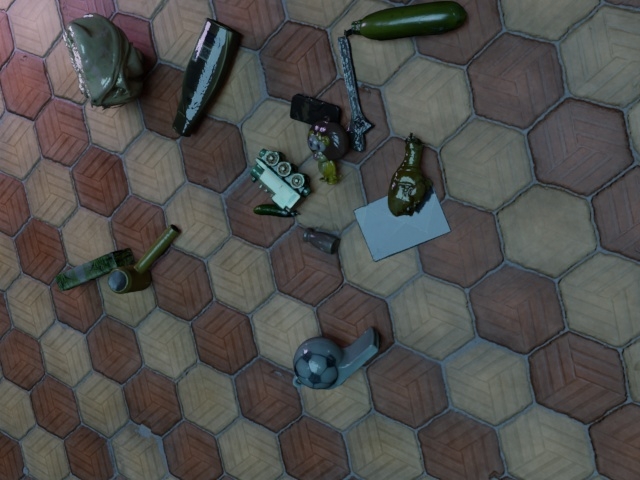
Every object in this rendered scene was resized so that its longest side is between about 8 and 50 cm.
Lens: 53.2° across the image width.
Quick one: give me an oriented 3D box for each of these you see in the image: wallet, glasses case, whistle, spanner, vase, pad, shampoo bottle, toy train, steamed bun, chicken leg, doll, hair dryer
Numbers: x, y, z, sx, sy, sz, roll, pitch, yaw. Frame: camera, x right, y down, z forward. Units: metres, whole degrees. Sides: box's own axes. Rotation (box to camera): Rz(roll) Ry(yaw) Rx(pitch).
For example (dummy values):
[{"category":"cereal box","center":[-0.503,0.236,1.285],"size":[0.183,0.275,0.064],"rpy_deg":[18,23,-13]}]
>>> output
[{"category":"wallet","center":[-0.014,-0.363,1.817],"size":[0.157,0.018,0.082],"rpy_deg":[22,126,18]},{"category":"glasses case","center":[-0.765,0.100,2.168],"size":[0.272,0.095,0.062],"rpy_deg":[-20,90,25]},{"category":"whistle","center":[0.021,0.332,1.835],"size":[0.289,0.163,0.163],"rpy_deg":[-45,79,21]},{"category":"spanner","center":[0.088,-0.405,1.774],"size":[0.093,0.026,0.325],"rpy_deg":[-10,92,25]},{"category":"vase","center":[0.000,0.000,1.851],"size":[0.101,0.053,0.053],"rpy_deg":[23,105,23]},{"category":"pad","center":[0.223,-0.055,1.774],"size":[0.243,0.004,0.163],"rpy_deg":[-24,88,24]},{"category":"shampoo bottle","center":[-0.356,-0.480,1.919],"size":[0.126,0.084,0.350],"rpy_deg":[32,109,19]},{"category":"toy train","center":[-0.120,-0.177,1.853],"size":[0.194,0.081,0.125],"rpy_deg":[42,97,11]},{"category":"steamed bun","center":[-0.648,-0.557,1.963],"size":[0.268,0.207,0.280],"rpy_deg":[25,133,57]},{"category":"chicken leg","center":[0.244,-0.170,1.709],"size":[0.103,0.088,0.227],"rpy_deg":[19,96,32]},{"category":"doll","center":[0.024,-0.248,1.772],"size":[0.145,0.096,0.188],"rpy_deg":[-4,100,57]},{"category":"hair dryer","center":[-0.562,0.058,2.065],"size":[0.090,0.135,0.278],"rpy_deg":[45,101,11]}]

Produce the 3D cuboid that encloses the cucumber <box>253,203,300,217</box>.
[{"category":"cucumber","center":[-0.133,-0.090,1.905],"size":[0.155,0.037,0.037],"rpy_deg":[6,100,22]}]

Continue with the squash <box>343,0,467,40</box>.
[{"category":"squash","center":[0.213,-0.568,1.666],"size":[0.332,0.087,0.087],"rpy_deg":[1,98,25]}]
